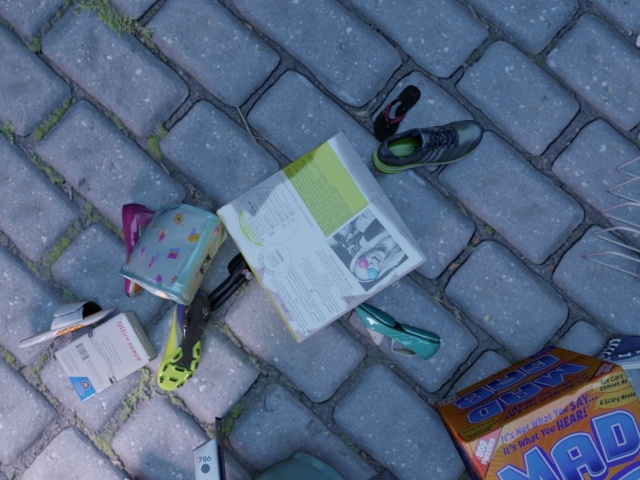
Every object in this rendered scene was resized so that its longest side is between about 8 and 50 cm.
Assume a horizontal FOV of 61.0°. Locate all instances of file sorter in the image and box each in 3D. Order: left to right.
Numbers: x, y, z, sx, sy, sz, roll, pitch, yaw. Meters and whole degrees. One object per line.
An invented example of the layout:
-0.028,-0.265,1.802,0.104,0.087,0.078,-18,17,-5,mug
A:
0.820,-0.057,1.369,0.173,0.193,0.277,21,86,6,file sorter

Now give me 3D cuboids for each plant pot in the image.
-0.045,0.640,1.301,0.293,0.293,0.196,36,56,3,plant pot

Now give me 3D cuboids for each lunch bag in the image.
-0.345,0.033,1.323,0.160,0.262,0.223,36,72,-32,lunch bag

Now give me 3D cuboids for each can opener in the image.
-0.238,0.116,1.446,0.059,0.073,0.186,39,90,-35,can opener

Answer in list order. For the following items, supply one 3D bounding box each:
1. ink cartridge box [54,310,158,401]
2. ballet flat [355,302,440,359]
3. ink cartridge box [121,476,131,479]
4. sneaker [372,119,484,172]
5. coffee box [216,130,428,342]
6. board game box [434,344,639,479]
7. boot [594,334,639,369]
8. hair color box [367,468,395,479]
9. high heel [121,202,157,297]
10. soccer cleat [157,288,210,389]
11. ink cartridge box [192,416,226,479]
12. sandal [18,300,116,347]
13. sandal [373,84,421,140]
-0.552,0.297,1.414,0.203,0.086,0.148,-30,86,-2,ink cartridge box
0.187,0.244,1.412,0.247,0.083,0.087,24,101,4,ballet flat
-0.419,0.812,1.382,0.330,0.071,0.324,26,85,5,ink cartridge box
0.288,-0.250,1.424,0.300,0.121,0.111,-17,86,0,sneaker
0.000,0.000,1.302,0.334,0.337,0.338,-33,86,-2,coffee box
0.528,0.497,1.248,0.356,0.356,0.356,-26,86,-1,board game box
0.755,0.293,1.410,0.190,0.069,0.086,-4,79,-7,boot
0.169,0.686,1.228,0.114,0.374,0.185,-29,86,-1,hair color box
-0.504,0.024,1.446,0.117,0.082,0.244,14,94,19,high heel
-0.355,0.255,1.419,0.093,0.121,0.289,14,105,-24,soccer cleat
-0.259,0.601,1.311,0.065,0.165,0.332,-6,70,-7,ink cartridge box
-0.672,0.206,1.416,0.265,0.102,0.076,-20,88,1,sandal
0.206,-0.352,1.473,0.067,0.040,0.179,38,87,3,sandal
